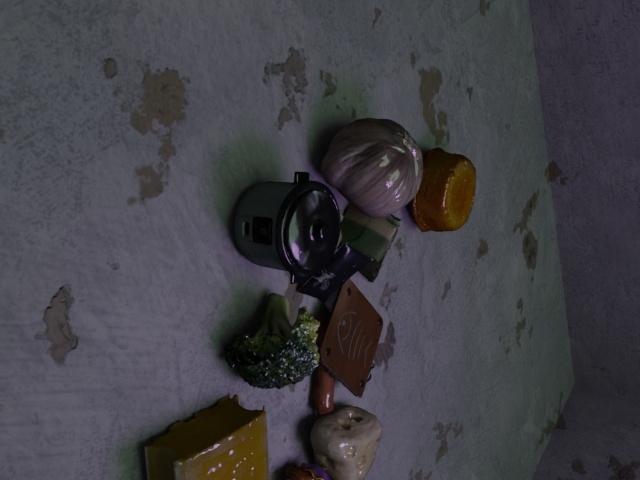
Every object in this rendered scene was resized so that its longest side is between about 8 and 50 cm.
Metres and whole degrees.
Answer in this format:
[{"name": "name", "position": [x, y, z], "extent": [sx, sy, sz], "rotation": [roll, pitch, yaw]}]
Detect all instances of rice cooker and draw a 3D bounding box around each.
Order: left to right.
[{"name": "rice cooker", "position": [-0.074, -0.034, 1.513], "extent": [0.241, 0.227, 0.281], "rotation": [-2, 99, -50]}]

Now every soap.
[{"name": "soap", "position": [-0.265, 0.590, 1.457], "extent": [0.293, 0.156, 0.335], "rotation": [-14, 109, -53]}]

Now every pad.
[{"name": "pad", "position": [0.100, 0.299, 1.846], "extent": [0.284, 0.018, 0.287], "rotation": [51, 48, -40]}]

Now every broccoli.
[{"name": "broccoli", "position": [-0.120, 0.250, 1.557], "extent": [0.263, 0.247, 0.243], "rotation": [112, -19, -50]}]

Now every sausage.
[{"name": "sausage", "position": [0.011, 0.379, 1.811], "extent": [0.078, 0.078, 0.304], "rotation": [-11, 105, -49]}]

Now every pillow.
[{"name": "pillow", "position": [0.040, 0.096, 1.738], "extent": [0.208, 0.055, 0.141], "rotation": [-43, 139, 17]}]

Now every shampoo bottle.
[{"name": "shampoo bottle", "position": [0.050, 0.178, 1.844], "extent": [0.072, 0.043, 0.099], "rotation": [43, 64, -45]}]

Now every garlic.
[{"name": "garlic", "position": [0.162, -0.216, 1.734], "extent": [0.317, 0.259, 0.317], "rotation": [38, 33, -30]}]

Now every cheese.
[{"name": "cheese", "position": [0.081, 0.603, 1.844], "extent": [0.248, 0.173, 0.251], "rotation": [-50, 137, -35]}]

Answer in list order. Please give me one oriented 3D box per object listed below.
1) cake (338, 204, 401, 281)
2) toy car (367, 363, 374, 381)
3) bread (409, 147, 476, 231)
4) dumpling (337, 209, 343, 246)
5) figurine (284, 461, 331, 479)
[{"name": "cake", "position": [0.138, 0.011, 1.919], "extent": [0.158, 0.172, 0.283], "rotation": [-58, 168, -17]}, {"name": "toy car", "position": [0.113, 0.404, 1.940], "extent": [0.171, 0.070, 0.080], "rotation": [51, 58, -40]}, {"name": "bread", "position": [0.432, -0.177, 2.143], "extent": [0.312, 0.172, 0.312], "rotation": [-16, 111, -50]}, {"name": "dumpling", "position": [-0.004, -0.001, 1.712], "extent": [0.155, 0.181, 0.111], "rotation": [46, 22, -71]}, {"name": "figurine", "position": [-0.063, 0.763, 1.733], "extent": [0.189, 0.142, 0.263], "rotation": [26, 77, -14]}]
